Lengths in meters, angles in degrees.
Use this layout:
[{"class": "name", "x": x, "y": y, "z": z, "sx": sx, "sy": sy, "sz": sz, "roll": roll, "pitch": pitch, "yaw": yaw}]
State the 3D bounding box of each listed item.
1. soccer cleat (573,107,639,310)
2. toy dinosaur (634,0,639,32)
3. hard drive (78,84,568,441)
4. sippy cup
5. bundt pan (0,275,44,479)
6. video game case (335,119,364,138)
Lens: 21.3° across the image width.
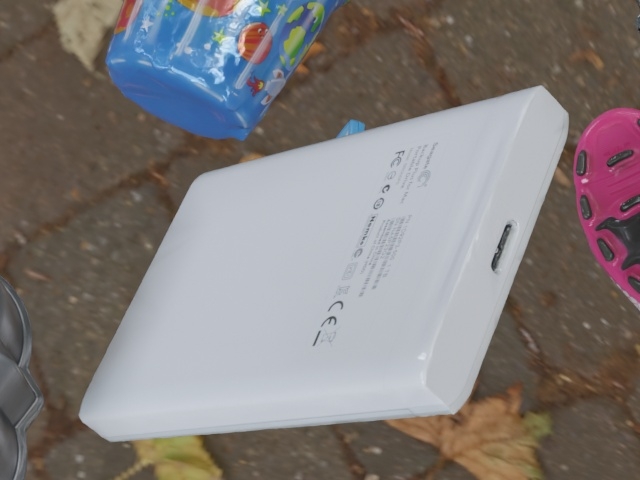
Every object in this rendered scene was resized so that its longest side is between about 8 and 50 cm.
[{"class": "soccer cleat", "x": 0.325, "y": 0.038, "z": 1.477, "sx": 0.116, "sy": 0.143, "sz": 0.331, "roll": -33, "pitch": 65, "yaw": 17}, {"class": "toy dinosaur", "x": 0.391, "y": -0.173, "z": 1.530, "sx": 0.164, "sy": 0.322, "sz": 0.218, "roll": -29, "pitch": 46, "yaw": 8}, {"class": "hard drive", "x": -0.006, "y": 0.021, "z": 1.026, "sx": 0.308, "sy": 0.040, "sz": 0.203, "roll": -12, "pitch": 45, "yaw": 47}, {"class": "sippy cup", "x": -0.103, "y": -0.233, "z": 1.744, "sx": 0.240, "sy": 0.305, "sz": 0.224, "roll": 6, "pitch": 67, "yaw": 50}, {"class": "bundt pan", "x": -0.337, "y": 0.080, "z": 1.050, "sx": 0.331, "sy": 0.124, "sz": 0.330, "roll": 3, "pitch": 68, "yaw": -8}, {"class": "video game case", "x": 0.000, "y": 0.000, "z": 1.372, "sx": 0.015, "sy": 0.119, "sz": 0.166, "roll": 17, "pitch": 55, "yaw": -17}]
